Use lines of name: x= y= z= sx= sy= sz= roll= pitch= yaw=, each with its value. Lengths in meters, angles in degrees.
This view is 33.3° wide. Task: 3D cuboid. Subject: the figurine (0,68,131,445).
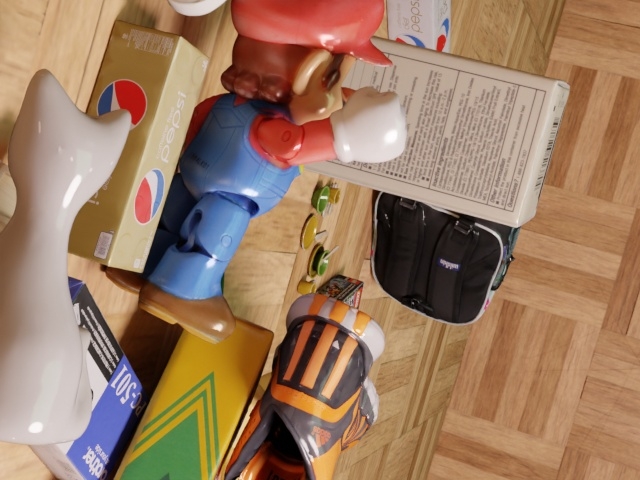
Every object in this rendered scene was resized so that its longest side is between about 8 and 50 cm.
figurine: x=-0.202 y=-0.006 z=0.571 sx=0.215 sy=0.092 sz=0.209 roll=18 pitch=82 yaw=-47

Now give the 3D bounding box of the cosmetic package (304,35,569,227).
cosmetic package: x=0.089 y=-0.126 z=1.101 sx=0.129 sy=0.296 sz=0.153 roll=-18 pitch=124 yaw=-71

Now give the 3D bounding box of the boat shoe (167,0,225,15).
boat shoe: x=-0.062 y=-0.261 z=0.874 sx=0.070 sy=0.078 sz=0.219 roll=71 pitch=38 yaw=-61

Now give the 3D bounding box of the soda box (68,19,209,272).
soda box: x=-0.146 y=-0.071 z=0.822 sx=0.061 sy=0.058 sz=0.181 roll=24 pitch=84 yaw=-73

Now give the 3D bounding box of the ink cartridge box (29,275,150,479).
ink cartridge box: x=-0.199 y=0.118 z=0.852 sx=0.207 sy=0.046 sz=0.097 roll=79 pitch=33 yaw=-57

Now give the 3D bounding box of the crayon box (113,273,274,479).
crayon box: x=-0.126 y=0.190 z=1.003 sx=0.202 sy=0.081 sz=0.318 roll=109 pitch=4 yaw=-71

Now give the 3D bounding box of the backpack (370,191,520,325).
backpack: x=0.196 y=0.002 z=1.682 sx=0.191 sy=0.225 sz=0.253 roll=-49 pitch=155 yaw=-44

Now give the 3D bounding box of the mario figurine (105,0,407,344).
mario figurine: x=-0.033 y=-0.069 z=0.896 sx=0.320 sy=0.198 sz=0.170 roll=-59 pitch=166 yaw=3

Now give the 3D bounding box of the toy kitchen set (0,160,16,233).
toy kitchen set: x=-0.213 y=-0.047 z=0.685 sx=0.083 sy=0.075 sz=0.068 roll=-13 pitch=-132 yaw=63

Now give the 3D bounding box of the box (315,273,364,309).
box: x=-0.003 y=0.181 z=1.522 sx=0.159 sy=0.044 sz=0.233 roll=-35 pitch=139 yaw=-63

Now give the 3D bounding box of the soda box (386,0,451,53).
soda box: x=0.134 y=-0.310 z=1.456 sx=0.216 sy=0.069 sz=0.074 roll=80 pitch=32 yaw=-54

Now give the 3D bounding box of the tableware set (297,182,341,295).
tableware set: x=0.000 y=0.000 z=1.401 sx=0.104 sy=0.024 sz=0.154 roll=-20 pitch=126 yaw=-69

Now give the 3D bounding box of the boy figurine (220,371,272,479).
boy figurine: x=-0.080 y=0.231 z=1.255 sx=0.285 sy=0.092 sz=0.177 roll=61 pitch=48 yaw=-66

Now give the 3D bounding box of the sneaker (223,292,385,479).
sneaker: x=-0.026 y=0.188 z=1.036 sx=0.321 sy=0.125 sz=0.180 roll=87 pitch=27 yaw=-62
